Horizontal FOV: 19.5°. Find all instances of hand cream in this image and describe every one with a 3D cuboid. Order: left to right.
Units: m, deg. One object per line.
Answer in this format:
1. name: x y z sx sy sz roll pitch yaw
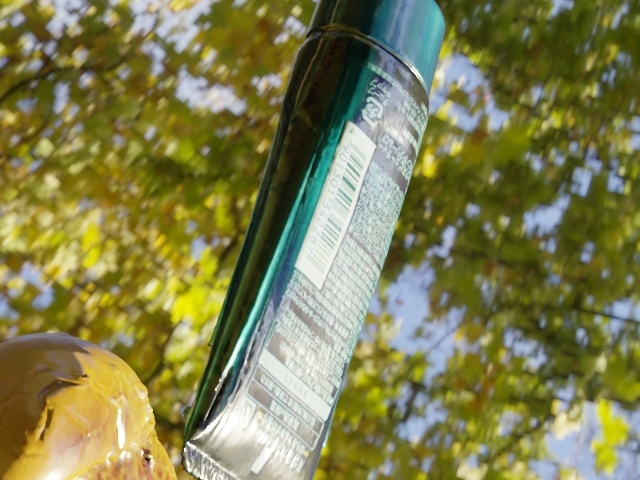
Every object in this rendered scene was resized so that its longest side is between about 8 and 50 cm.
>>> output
1. hand cream: 0.000 0.000 0.888 0.061 0.270 0.120 5 -23 26

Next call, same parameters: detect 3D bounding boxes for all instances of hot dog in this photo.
1. hot dog: -0.087 0.073 0.541 0.060 0.140 0.089 -6 -84 14
